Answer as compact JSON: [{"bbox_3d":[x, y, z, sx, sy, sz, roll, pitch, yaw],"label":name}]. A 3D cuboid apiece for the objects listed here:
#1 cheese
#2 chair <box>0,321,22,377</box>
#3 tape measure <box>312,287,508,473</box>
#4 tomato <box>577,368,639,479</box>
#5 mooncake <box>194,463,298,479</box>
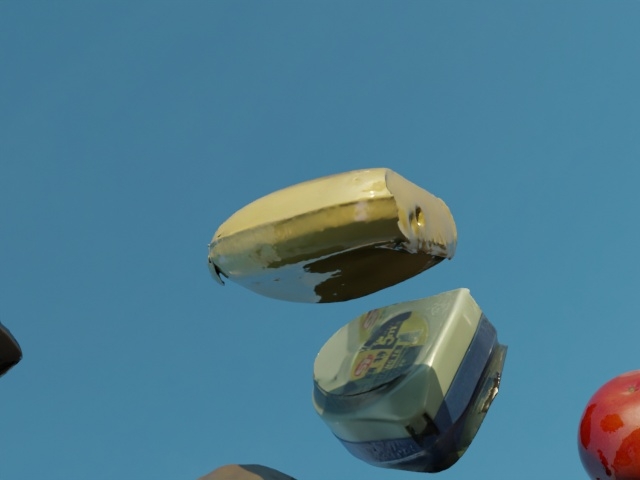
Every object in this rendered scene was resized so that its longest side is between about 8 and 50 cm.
[{"bbox_3d":[0.000,0.000,1.271,0.316,0.128,0.259,-17,-24,28],"label":"cheese"},{"bbox_3d":[-0.268,0.048,0.494,0.188,0.272,0.166,-40,-75,-17],"label":"chair"},{"bbox_3d":[0.120,0.206,1.517,0.138,0.262,0.259,59,-136,-26],"label":"tape measure"},{"bbox_3d":[0.412,0.239,1.245,0.195,0.195,0.136,-27,-79,-14],"label":"tomato"},{"bbox_3d":[-0.106,0.453,1.307,0.290,0.161,0.290,2,-82,16],"label":"mooncake"}]
